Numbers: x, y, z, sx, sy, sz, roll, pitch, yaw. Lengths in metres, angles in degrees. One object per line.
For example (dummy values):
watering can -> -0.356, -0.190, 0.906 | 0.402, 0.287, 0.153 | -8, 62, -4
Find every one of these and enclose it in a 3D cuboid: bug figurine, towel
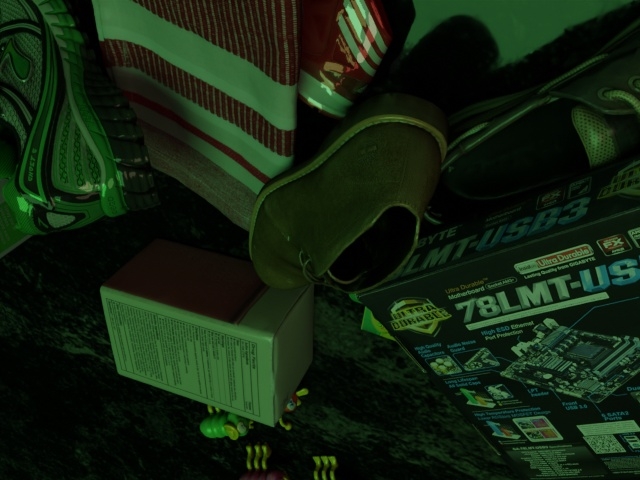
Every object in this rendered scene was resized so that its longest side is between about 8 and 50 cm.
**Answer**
bug figurine -> -0.065, 0.308, 0.903 | 0.216, 0.072, 0.279 | -17, 112, 33
towel -> -0.122, -0.155, 0.576 | 0.237, 0.037, 0.329 | 30, 145, 17

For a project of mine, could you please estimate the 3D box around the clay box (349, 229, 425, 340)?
clay box -> 0.134, 0.063, 0.664 | 0.222, 0.053, 0.127 | 16, 125, 14

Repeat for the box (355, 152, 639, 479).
box -> 0.229, 0.087, 0.499 | 0.295, 0.073, 0.293 | -24, 116, 41

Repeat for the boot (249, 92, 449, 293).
boot -> 0.000, 0.000, 0.549 | 0.112, 0.115, 0.305 | 19, 150, -17

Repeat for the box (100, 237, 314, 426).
box -> -0.136, 0.109, 0.773 | 0.232, 0.127, 0.148 | 13, 125, 17

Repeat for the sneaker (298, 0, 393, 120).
sneaker -> -0.027, -0.222, 0.560 | 0.221, 0.087, 0.128 | 39, 107, 4

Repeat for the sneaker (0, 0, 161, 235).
sneaker -> -0.291, -0.148, 0.608 | 0.343, 0.146, 0.134 | 53, 154, 31

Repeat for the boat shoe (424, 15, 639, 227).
boat shoe -> 0.231, -0.083, 0.475 | 0.355, 0.130, 0.132 | -25, 107, 35

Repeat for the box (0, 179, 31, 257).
box -> -0.456, -0.101, 0.723 | 0.127, 0.231, 0.262 | 5, 122, 23
